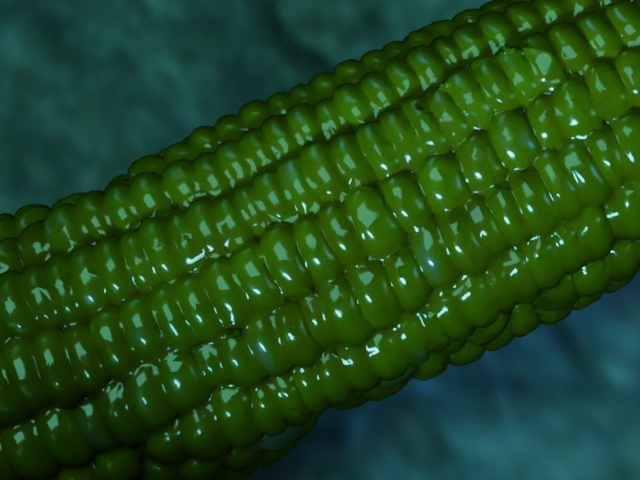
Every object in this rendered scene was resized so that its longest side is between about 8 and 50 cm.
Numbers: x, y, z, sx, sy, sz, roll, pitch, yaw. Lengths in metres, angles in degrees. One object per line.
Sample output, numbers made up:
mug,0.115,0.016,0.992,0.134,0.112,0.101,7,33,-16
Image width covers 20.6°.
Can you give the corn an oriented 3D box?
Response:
corn,0.000,0.002,0.490,0.313,0.102,0.102,-26,60,5
